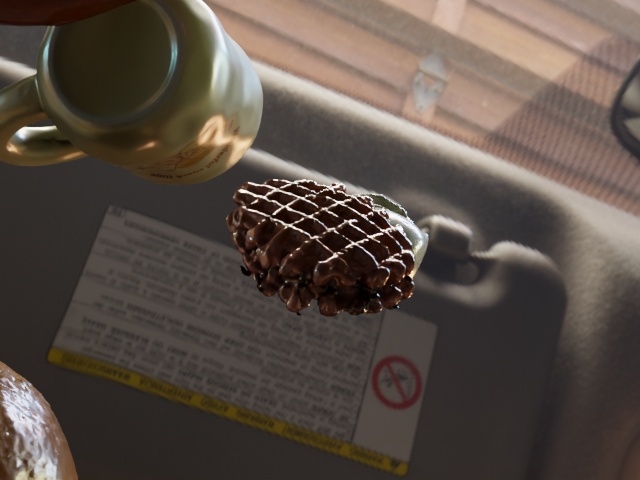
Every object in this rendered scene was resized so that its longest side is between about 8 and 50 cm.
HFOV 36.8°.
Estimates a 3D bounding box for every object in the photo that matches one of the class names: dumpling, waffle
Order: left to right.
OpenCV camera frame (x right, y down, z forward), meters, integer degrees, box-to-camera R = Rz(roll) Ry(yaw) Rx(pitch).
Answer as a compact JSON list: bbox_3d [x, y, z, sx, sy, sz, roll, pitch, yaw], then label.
[{"bbox_3d":[0.000,0.000,0.391,0.075,0.029,0.083,6,-151,-24],"label":"waffle"},{"bbox_3d":[0.044,0.006,1.034,0.127,0.108,0.188,41,-140,5],"label":"dumpling"}]

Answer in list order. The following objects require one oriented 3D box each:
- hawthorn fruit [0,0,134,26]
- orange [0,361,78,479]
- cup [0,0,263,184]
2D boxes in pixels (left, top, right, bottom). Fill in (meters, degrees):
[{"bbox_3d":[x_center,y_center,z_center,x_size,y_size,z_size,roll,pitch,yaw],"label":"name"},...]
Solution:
[{"bbox_3d":[-0.221,-0.301,0.672,0.324,0.308,0.308,2,-131,-58],"label":"hawthorn fruit"},{"bbox_3d":[-0.306,0.199,0.700,0.264,0.264,0.264,12,-129,-16],"label":"orange"},{"bbox_3d":[-0.197,-0.152,0.922,0.255,0.202,0.173,6,-95,11],"label":"cup"}]
